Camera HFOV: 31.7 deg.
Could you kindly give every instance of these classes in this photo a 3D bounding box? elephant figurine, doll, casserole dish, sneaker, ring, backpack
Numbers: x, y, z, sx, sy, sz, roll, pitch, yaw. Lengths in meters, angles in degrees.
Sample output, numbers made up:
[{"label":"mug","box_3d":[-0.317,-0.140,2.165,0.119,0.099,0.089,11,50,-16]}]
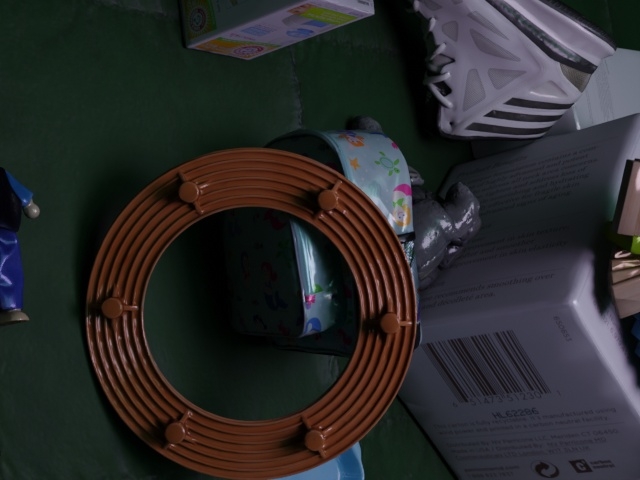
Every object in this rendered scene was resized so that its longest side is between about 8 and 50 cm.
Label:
[{"label":"elephant figurine","box_3d":[0.072,-0.054,1.431,0.239,0.169,0.186,44,-3,15]},{"label":"doll","box_3d":[-0.315,-0.016,1.038,0.129,0.046,0.189,1,79,-51]},{"label":"casserole dish","box_3d":[-0.016,0.285,1.317,0.188,0.037,0.114,-40,111,-47]},{"label":"sneaker","box_3d":[0.167,-0.291,1.598,0.447,0.257,0.169,31,18,-3]},{"label":"ring","box_3d":[-0.069,0.074,1.128,0.032,0.336,0.336,-170,-114,-88]},{"label":"backpack","box_3d":[0.000,0.000,1.261,0.191,0.225,0.253,2,89,-33]}]

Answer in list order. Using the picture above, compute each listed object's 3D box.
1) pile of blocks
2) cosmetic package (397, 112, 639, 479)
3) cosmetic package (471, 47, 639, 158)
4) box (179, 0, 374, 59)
[{"label":"pile of blocks","box_3d":[0.404,0.066,1.332,0.112,0.149,0.362,-119,-167,-76]},{"label":"cosmetic package","box_3d":[0.326,0.093,1.548,0.327,0.329,0.394,54,45,-23]},{"label":"cosmetic package","box_3d":[0.411,-0.227,1.850,0.365,0.197,0.155,-5,83,-49]},{"label":"box","box_3d":[-0.055,-0.290,1.302,0.114,0.203,0.103,1,79,-52]}]
